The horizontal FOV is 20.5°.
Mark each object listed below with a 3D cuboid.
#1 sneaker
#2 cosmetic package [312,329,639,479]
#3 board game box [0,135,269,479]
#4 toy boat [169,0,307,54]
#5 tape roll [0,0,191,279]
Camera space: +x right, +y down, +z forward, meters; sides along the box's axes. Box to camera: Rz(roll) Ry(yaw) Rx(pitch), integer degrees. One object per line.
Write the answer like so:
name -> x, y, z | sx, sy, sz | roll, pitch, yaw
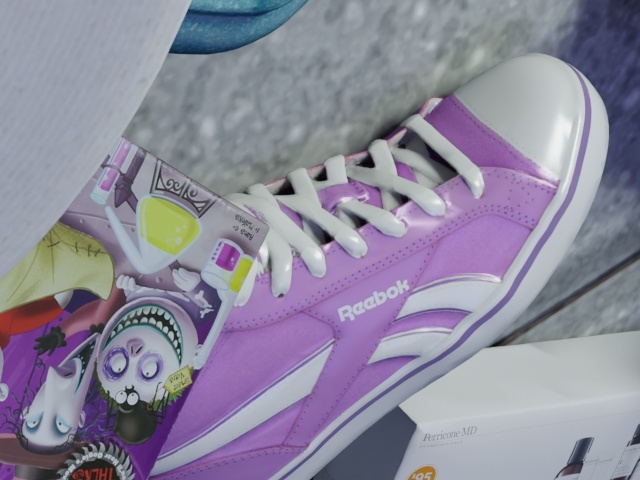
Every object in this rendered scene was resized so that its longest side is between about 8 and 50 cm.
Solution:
sneaker -> 0.000, 0.001, 0.773 | 0.282, 0.102, 0.161 | -46, 136, -2
cosmetic package -> 0.110, 0.112, 0.984 | 0.239, 0.060, 0.099 | -4, 122, -39
board game box -> -0.186, 0.012, 0.577 | 0.347, 0.056, 0.208 | 31, 85, -40
toy boat -> -0.029, -0.195, 0.536 | 0.267, 0.148, 0.318 | 13, 117, -50
tape roll -> -0.205, -0.112, 0.319 | 0.392, 0.072, 0.392 | -5, 125, -7
